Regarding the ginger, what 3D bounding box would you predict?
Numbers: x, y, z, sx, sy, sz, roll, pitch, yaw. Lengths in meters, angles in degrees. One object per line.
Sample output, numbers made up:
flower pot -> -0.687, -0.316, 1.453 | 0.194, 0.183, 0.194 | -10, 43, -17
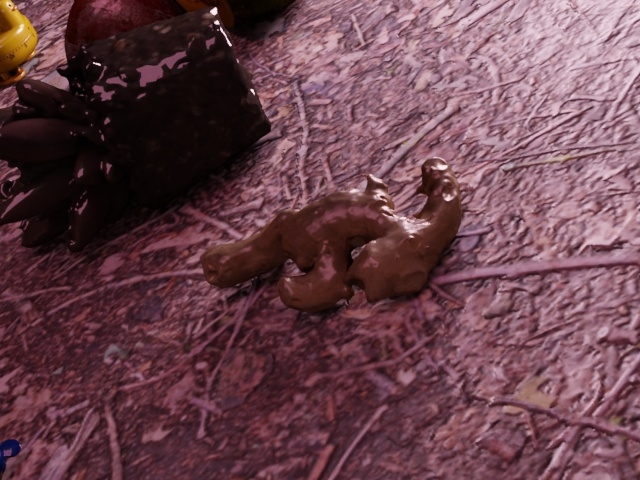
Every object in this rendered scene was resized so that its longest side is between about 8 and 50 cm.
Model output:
ginger -> 0.000, 0.010, 1.200 | 0.259, 0.065, 0.149 | -14, 37, 20

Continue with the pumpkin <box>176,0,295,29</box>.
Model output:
pumpkin -> -0.130, -0.382, 1.735 | 0.139, 0.190, 0.280 | -40, 32, -14

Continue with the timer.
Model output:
timer -> -0.466, -0.292, 1.961 | 0.107, 0.109, 0.107 | -22, 32, 15

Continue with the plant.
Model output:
plant -> -0.225, -0.123, 1.465 | 0.321, 0.181, 0.194 | -24, 32, 1

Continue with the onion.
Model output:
onion -> -0.215, -0.246, 1.663 | 0.195, 0.159, 0.159 | 7, 44, 16

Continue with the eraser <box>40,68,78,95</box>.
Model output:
eraser -> -0.350, -0.211, 1.837 | 0.038, 0.019, 0.083 | -39, 32, -11

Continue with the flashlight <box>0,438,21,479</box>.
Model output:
flashlight -> -0.300, 0.221, 1.175 | 0.057, 0.035, 0.121 | 3, 43, 5
